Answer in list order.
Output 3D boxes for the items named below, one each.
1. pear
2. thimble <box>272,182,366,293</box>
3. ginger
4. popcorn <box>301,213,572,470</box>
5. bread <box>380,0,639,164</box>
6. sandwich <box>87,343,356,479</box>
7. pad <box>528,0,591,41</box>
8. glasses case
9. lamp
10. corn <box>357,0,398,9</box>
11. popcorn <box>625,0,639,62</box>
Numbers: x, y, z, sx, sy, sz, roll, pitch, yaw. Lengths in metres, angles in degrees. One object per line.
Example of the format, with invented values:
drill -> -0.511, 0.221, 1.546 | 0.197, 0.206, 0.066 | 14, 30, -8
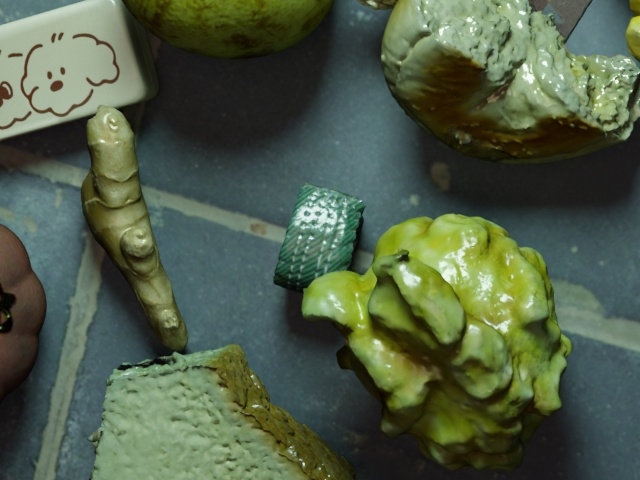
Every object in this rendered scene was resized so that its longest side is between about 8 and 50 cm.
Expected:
pear -> -0.106, -0.336, 1.452 | 0.283, 0.283, 0.283 | 2, 100, 10
thimble -> -0.001, 0.002, 1.566 | 0.090, 0.118, 0.135 | 17, 87, 3
ginger -> -0.241, -0.007, 1.607 | 0.148, 0.081, 0.333 | -8, 104, 50
popcorn -> 0.158, 0.105, 1.469 | 0.274, 0.279, 0.335 | 4, 121, 36
bread -> 0.205, -0.188, 1.462 | 0.314, 0.171, 0.192 | 19, 145, -16
sandwich -> -0.153, 0.280, 1.628 | 0.262, 0.131, 0.325 | -40, 98, 15
pad -> 0.231, -0.336, 1.520 | 0.211, 0.003, 0.143 | 32, 104, 4
glasses case -> -0.383, -0.207, 1.620 | 0.336, 0.076, 0.144 | -14, 97, 13
lamp -> -0.507, 0.095, 1.616 | 0.305, 0.239, 0.305 | -4, 98, -29
corn -> 0.120, -0.334, 1.468 | 0.211, 0.087, 0.087 | -31, 94, -29
popcorn -> 0.428, -0.255, 1.434 | 0.167, 0.152, 0.148 | -13, 125, 11
